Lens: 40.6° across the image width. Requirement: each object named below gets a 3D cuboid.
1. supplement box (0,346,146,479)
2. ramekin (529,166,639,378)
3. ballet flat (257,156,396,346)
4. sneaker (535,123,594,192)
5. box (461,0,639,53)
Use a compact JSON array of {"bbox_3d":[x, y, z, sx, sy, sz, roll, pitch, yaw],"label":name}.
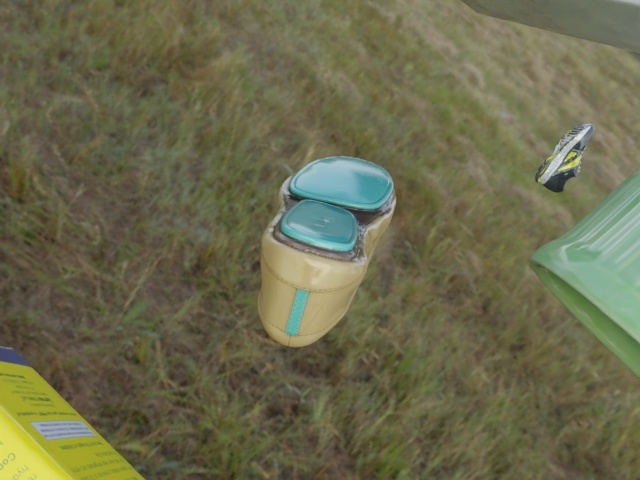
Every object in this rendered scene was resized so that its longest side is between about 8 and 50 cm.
[{"bbox_3d":[-0.213,0.265,0.658,0.356,0.194,0.195,42,-8,8],"label":"supplement box"},{"bbox_3d":[0.346,0.068,0.762,0.303,0.148,0.303,43,4,-4],"label":"ramekin"},{"bbox_3d":[0.000,0.000,0.565,0.080,0.073,0.232,16,19,7],"label":"ballet flat"},{"bbox_3d":[0.267,-0.088,0.930,0.035,0.083,0.031,37,11,-12],"label":"sneaker"},{"bbox_3d":[0.281,-0.325,0.860,0.168,0.215,0.345,17,10,-45],"label":"box"}]
